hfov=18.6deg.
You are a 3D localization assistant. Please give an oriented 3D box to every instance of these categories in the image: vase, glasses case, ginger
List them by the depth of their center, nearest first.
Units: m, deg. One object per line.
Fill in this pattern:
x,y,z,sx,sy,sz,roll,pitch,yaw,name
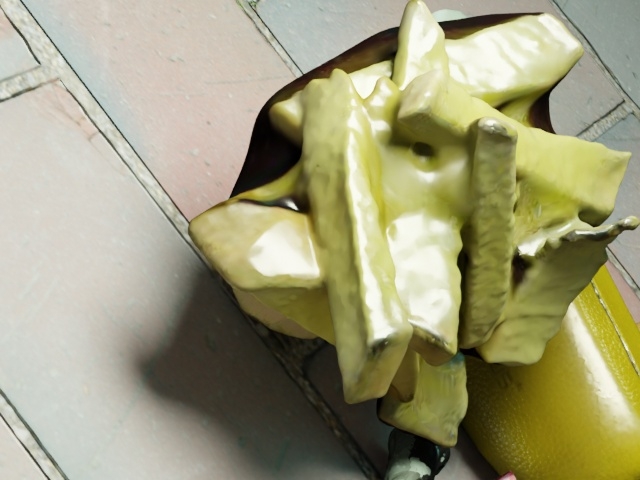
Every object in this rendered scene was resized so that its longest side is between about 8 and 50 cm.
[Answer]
0.122,-0.008,1.620,0.413,0.211,0.358,-37,109,-21,ginger
0.069,0.228,1.697,0.059,0.059,0.167,44,33,-12,vase
0.201,0.100,1.881,0.141,0.173,0.371,11,48,-48,glasses case

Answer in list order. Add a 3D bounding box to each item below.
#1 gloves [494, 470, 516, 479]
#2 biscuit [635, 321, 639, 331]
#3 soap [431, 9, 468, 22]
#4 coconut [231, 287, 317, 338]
0.187,0.328,1.671,0.241,0.126,0.145,56,25,6,gloves
0.350,0.227,2.026,0.269,0.051,0.376,48,29,-32,biscuit
0.147,-0.115,2.106,0.173,0.095,0.289,39,34,-18,soap
0.000,0.000,1.750,0.147,0.153,0.147,32,37,-27,coconut
